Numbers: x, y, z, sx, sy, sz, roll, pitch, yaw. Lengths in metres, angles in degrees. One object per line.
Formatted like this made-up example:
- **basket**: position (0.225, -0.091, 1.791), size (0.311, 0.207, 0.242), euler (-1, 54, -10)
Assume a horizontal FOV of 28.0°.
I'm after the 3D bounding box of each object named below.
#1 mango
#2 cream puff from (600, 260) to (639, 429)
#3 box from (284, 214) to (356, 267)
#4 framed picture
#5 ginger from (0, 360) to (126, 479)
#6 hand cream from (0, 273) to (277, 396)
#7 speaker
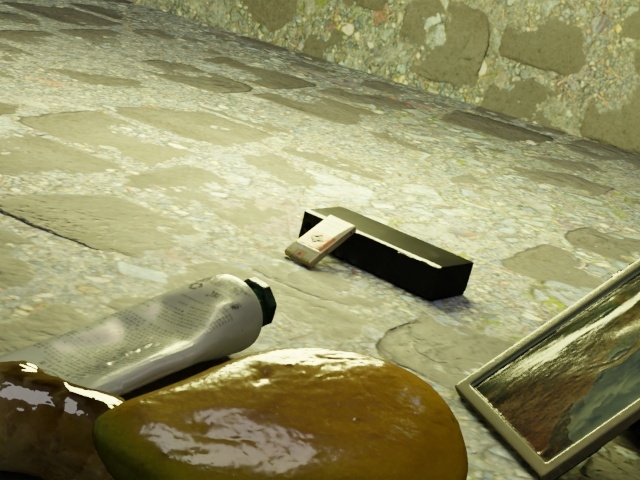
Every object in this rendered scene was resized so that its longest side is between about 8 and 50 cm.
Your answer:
- **mango**: position (-0.015, 0.149, 0.911), size (0.317, 0.119, 0.176), euler (6, 36, -40)
- **cream puff**: position (0.382, 0.111, 1.315), size (0.239, 0.164, 0.239), euler (14, 15, -4)
- **box**: position (0.000, 0.000, 1.586), size (0.046, 0.012, 0.083), euler (26, 51, 37)
- **framed picture**: position (0.265, 0.111, 1.197), size (0.250, 0.016, 0.184), euler (-33, 28, -4)
- **ginger**: position (-0.206, 0.134, 0.918), size (0.190, 0.068, 0.095), euler (14, 18, 1)
- **hand cream**: position (-0.162, 0.094, 1.130), size (0.121, 0.076, 0.336), euler (18, 22, 33)
- **speaker**: position (0.079, 0.013, 1.622), size (0.218, 0.044, 0.082), euler (24, 19, 34)
